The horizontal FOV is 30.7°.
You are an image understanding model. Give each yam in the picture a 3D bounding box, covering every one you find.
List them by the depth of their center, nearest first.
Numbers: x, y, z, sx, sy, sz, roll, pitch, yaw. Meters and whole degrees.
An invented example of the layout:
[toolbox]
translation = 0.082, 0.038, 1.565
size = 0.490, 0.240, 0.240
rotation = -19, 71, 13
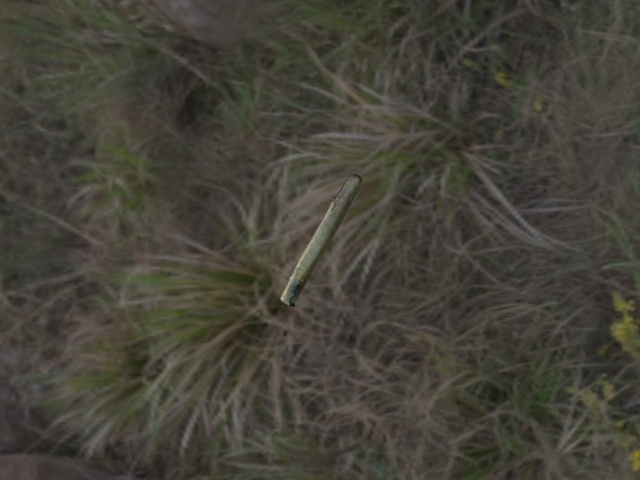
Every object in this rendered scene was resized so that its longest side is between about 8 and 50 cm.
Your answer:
[yam]
translation = 0.000, 0.000, 0.784
size = 0.014, 0.014, 0.107
rotation = 42, 116, 29
